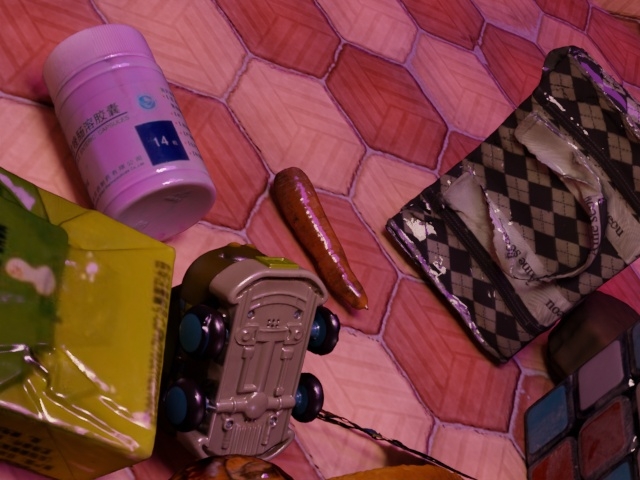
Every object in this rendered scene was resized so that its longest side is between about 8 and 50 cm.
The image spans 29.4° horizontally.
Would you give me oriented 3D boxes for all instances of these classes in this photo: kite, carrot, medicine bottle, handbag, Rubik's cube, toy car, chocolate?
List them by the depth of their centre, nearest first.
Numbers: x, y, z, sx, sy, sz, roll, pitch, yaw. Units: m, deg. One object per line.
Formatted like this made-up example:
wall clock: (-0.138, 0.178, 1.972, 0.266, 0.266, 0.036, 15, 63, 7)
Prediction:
chocolate: (-0.319, 0.089, 1.308, 0.288, 0.137, 0.301, 25, 43, -24)
toy car: (-0.117, 0.121, 1.421, 0.204, 0.248, 0.198, 3, 16, -42)
medicine bottle: (-0.248, -0.136, 1.566, 0.152, 0.152, 0.254, -3, 59, -45)
kite: (0.095, 0.261, 1.570, 0.285, 0.152, 0.015, 24, 81, -18)
Rubik's cube: (0.524, 0.345, 1.692, 0.362, 0.363, 0.359, 26, 39, -17)
carrot: (0.000, 0.000, 1.758, 0.059, 0.059, 0.248, -11, 67, -48)
handbag: (0.338, -0.062, 1.841, 0.317, 0.416, 0.180, 51, 28, 6)

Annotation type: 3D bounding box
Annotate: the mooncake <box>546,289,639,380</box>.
mooncake: (0.470, 0.198, 1.946, 0.228, 0.124, 0.228, 34, 24, -18)

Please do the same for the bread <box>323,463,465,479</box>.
bread: (0.104, 0.348, 1.466, 0.260, 0.147, 0.160, 13, 51, -36)

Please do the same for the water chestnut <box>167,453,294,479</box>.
water chestnut: (-0.089, 0.354, 1.193, 0.244, 0.289, 0.289, 59, 28, -33)
